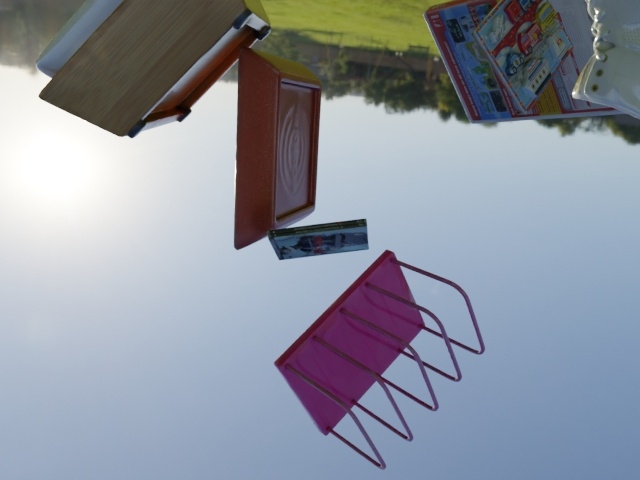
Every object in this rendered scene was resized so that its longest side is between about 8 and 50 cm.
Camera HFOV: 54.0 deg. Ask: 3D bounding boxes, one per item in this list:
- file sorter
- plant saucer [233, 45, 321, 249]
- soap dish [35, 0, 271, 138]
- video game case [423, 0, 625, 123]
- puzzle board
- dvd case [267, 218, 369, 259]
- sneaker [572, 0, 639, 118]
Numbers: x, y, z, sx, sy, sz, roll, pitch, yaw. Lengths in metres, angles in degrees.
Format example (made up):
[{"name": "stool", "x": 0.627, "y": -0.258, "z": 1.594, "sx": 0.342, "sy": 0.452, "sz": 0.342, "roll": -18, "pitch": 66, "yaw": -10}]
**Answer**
[{"name": "file sorter", "x": 0.115, "y": 0.202, "z": 1.066, "sx": 0.290, "sy": 0.202, "sz": 0.182, "roll": -43, "pitch": -142, "yaw": -22}, {"name": "plant saucer", "x": -0.051, "y": -0.132, "z": 0.905, "sx": 0.047, "sy": 0.259, "sz": 0.259, "roll": 6, "pitch": -168, "yaw": 16}, {"name": "soap dish", "x": -0.169, "y": -0.231, "z": 0.725, "sx": 0.118, "sy": 0.229, "sz": 0.291, "roll": 46, "pitch": -169, "yaw": -10}, {"name": "video game case", "x": 0.296, "y": -0.262, "z": 0.889, "sx": 0.285, "sy": 0.204, "sz": 0.025, "roll": 8, "pitch": -132, "yaw": 51}, {"name": "puzzle board", "x": 0.208, "y": -0.200, "z": 0.627, "sx": 0.128, "sy": 0.096, "sz": 0.011, "roll": -49, "pitch": -161, "yaw": -29}, {"name": "dvd case", "x": 0.000, "y": 0.000, "z": 0.780, "sx": 0.119, "sy": 0.013, "sz": 0.087, "roll": -6, "pitch": 160, "yaw": 3}, {"name": "sneaker", "x": 0.305, "y": -0.238, "z": 0.669, "sx": 0.292, "sy": 0.169, "sz": 0.108, "roll": 46, "pitch": -151, "yaw": 19}]
